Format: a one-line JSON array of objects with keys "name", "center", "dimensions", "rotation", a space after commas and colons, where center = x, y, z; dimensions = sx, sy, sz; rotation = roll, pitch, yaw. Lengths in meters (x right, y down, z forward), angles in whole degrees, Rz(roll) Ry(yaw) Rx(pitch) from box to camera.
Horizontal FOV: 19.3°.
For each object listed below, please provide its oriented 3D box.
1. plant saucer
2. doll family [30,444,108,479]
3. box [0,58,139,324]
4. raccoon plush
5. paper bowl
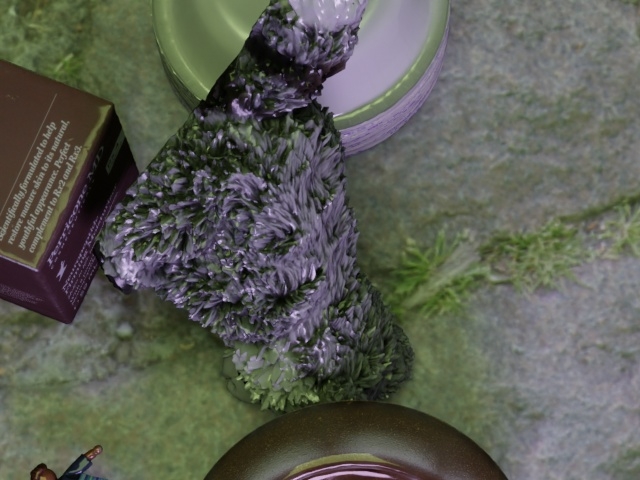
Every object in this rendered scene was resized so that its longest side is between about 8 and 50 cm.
[{"name": "plant saucer", "center": [0.030, 0.290, 1.597], "dimensions": [0.310, 0.050, 0.311], "rotation": [0, 103, 0]}, {"name": "doll family", "center": [-0.220, 0.279, 1.667], "dimensions": [0.111, 0.076, 0.193], "rotation": [15, 70, 10]}, {"name": "box", "center": [-0.279, -0.048, 1.692], "dimensions": [0.167, 0.203, 0.168], "rotation": [22, 76, 6]}, {"name": "raccoon plush", "center": [0.000, 0.000, 1.570], "dimensions": [0.299, 0.446, 0.216], "rotation": [40, 57, 1]}, {"name": "paper bowl", "center": [-0.019, -0.225, 1.770], "dimensions": [0.284, 0.148, 0.284], "rotation": [0, 75, 1]}]
